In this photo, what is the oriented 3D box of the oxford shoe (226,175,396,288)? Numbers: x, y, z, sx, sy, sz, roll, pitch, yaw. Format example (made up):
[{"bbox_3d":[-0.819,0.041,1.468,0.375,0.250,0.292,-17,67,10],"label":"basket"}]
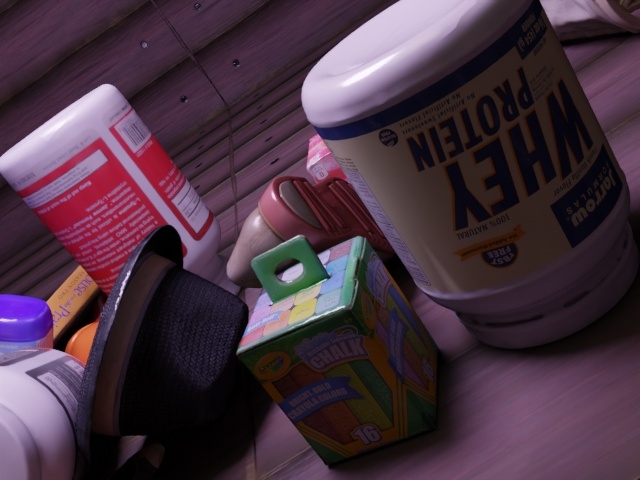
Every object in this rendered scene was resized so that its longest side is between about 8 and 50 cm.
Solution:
[{"bbox_3d":[0.000,0.000,0.926,0.130,0.123,0.348,-47,-24,19],"label":"oxford shoe"}]

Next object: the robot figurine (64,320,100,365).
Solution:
[{"bbox_3d":[-0.325,0.186,1.156,0.219,0.128,0.158,-14,35,43],"label":"robot figurine"}]

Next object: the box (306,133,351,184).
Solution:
[{"bbox_3d":[0.142,-0.155,1.152,0.300,0.154,0.142,-31,21,15],"label":"box"}]

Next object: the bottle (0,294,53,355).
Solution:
[{"bbox_3d":[-0.477,0.225,1.124,0.118,0.282,0.092,8,21,-4],"label":"bottle"}]

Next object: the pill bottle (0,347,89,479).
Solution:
[{"bbox_3d":[-0.389,0.247,0.875,0.210,0.210,0.363,-38,1,-7],"label":"pill bottle"}]

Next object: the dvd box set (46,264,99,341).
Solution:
[{"bbox_3d":[-0.526,0.161,1.464,0.307,0.062,0.420,-45,11,40],"label":"dvd box set"}]

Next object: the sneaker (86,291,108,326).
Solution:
[{"bbox_3d":[-0.449,0.181,1.412,0.128,0.087,0.221,-36,20,-5],"label":"sneaker"}]

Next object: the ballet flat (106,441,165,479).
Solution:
[{"bbox_3d":[-0.267,0.315,0.909,0.173,0.049,0.057,-41,23,-13],"label":"ballet flat"}]

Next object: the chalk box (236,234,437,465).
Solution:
[{"bbox_3d":[0.012,0.094,0.733,0.132,0.213,0.132,-26,24,23],"label":"chalk box"}]

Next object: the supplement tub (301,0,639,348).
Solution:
[{"bbox_3d":[0.157,-0.077,0.723,0.235,0.325,0.235,-30,22,13],"label":"supplement tub"}]

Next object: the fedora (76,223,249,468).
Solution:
[{"bbox_3d":[-0.178,0.141,0.924,0.153,0.334,0.334,13,30,0],"label":"fedora"}]

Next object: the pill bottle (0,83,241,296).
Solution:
[{"bbox_3d":[-0.317,-0.035,1.225,0.229,0.407,0.229,-30,21,13],"label":"pill bottle"}]

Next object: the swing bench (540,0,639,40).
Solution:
[{"bbox_3d":[0.483,-0.441,1.239,0.254,0.165,0.253,-45,23,-10],"label":"swing bench"}]
